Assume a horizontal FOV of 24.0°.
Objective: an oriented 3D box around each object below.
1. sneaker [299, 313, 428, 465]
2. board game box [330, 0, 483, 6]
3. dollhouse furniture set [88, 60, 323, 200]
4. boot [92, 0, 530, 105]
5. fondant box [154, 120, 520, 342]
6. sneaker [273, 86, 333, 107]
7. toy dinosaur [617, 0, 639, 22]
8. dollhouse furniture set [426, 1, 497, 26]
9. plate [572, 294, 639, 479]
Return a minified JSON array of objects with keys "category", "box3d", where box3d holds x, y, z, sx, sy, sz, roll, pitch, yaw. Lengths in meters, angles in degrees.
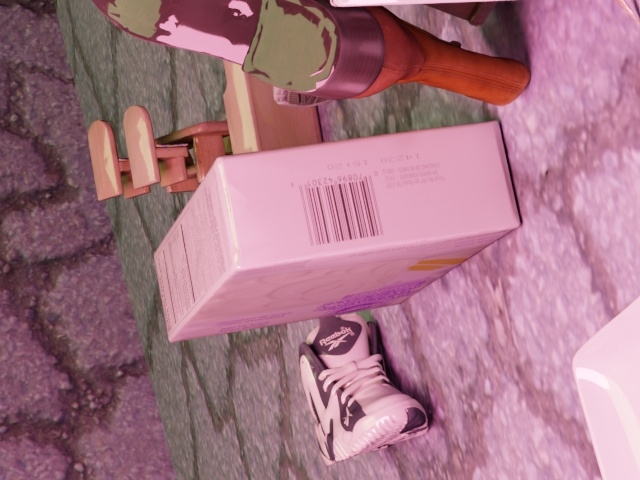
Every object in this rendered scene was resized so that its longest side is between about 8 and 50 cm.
[{"category":"sneaker","box3d":[0.032,0.139,1.514,0.235,0.094,0.153,114,138,-78]},{"category":"board game box","box3d":[0.109,-0.294,0.869,0.224,0.097,0.303,3,105,29]},{"category":"dollhouse furniture set","box3d":[-0.123,-0.150,1.732,0.242,0.212,0.161,-14,85,47]},{"category":"boot","box3d":[-0.010,-0.176,1.090,0.264,0.280,0.096,23,105,28]},{"category":"fondant box","box3d":[0.000,0.000,1.311,0.330,0.238,0.096,140,120,-71]},{"category":"sneaker","box3d":[-0.012,-0.231,1.526,0.232,0.090,0.115,121,143,-63]},{"category":"toy dinosaur","box3d":[0.173,-0.235,0.955,0.092,0.053,0.183,-128,34,-57]},{"category":"dollhouse furniture set","box3d":[0.118,-0.360,1.096,0.355,0.174,0.303,-57,34,27]},{"category":"plate","box3d":[0.249,0.149,0.877,0.277,0.045,0.278,119,141,-62]}]
